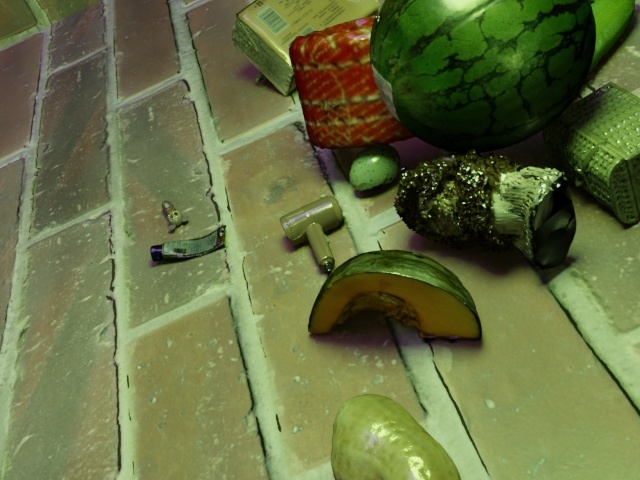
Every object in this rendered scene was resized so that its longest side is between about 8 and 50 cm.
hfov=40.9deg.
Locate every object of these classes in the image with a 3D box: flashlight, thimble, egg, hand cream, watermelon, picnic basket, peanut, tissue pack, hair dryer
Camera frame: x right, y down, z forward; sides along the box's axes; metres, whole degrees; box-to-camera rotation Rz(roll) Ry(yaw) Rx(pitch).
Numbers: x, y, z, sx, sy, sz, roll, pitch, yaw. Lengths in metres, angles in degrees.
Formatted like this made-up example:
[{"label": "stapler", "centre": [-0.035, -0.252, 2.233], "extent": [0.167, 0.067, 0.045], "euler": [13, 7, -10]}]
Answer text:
[{"label": "flashlight", "centre": [-0.324, -0.060, 1.867], "extent": [0.052, 0.031, 0.110], "euler": [-33, 37, -8]}, {"label": "thimble", "centre": [0.119, -0.322, 1.674], "extent": [0.350, 0.231, 0.350], "euler": [-13, 18, 4]}, {"label": "egg", "centre": [0.104, -0.139, 1.654], "extent": [0.110, 0.085, 0.085], "euler": [-45, 39, -11]}, {"label": "hand cream", "centre": [-0.267, 0.010, 1.748], "extent": [0.163, 0.039, 0.062], "euler": [-13, 36, 8]}, {"label": "watermelon", "centre": [0.262, -0.312, 1.373], "extent": [0.363, 0.363, 0.363], "euler": [-17, 37, 13]}, {"label": "picnic basket", "centre": [0.475, -0.139, 1.386], "extent": [0.154, 0.134, 0.196], "euler": [-31, 36, -3]}, {"label": "peanut", "centre": [0.098, 0.300, 1.097], "extent": [0.137, 0.122, 0.253], "euler": [-44, 43, -8]}, {"label": "tissue pack", "centre": [-0.043, -0.523, 2.146], "extent": [0.305, 0.239, 0.238], "euler": [-42, 39, -20]}, {"label": "hair dryer", "centre": [0.000, 0.000, 1.579], "extent": [0.117, 0.064, 0.182], "euler": [-24, 44, 1]}]

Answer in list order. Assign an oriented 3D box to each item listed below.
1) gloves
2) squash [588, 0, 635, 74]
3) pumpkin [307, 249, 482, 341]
[{"label": "gloves", "centre": [0.259, -0.055, 1.378], "extent": [0.312, 0.210, 0.135], "euler": [19, 71, 36]}, {"label": "squash", "centre": [0.523, -0.392, 1.693], "extent": [0.101, 0.101, 0.379], "euler": [19, 58, 44]}, {"label": "pumpkin", "centre": [0.103, 0.056, 1.343], "extent": [0.312, 0.169, 0.148], "euler": [-4, 45, 28]}]
